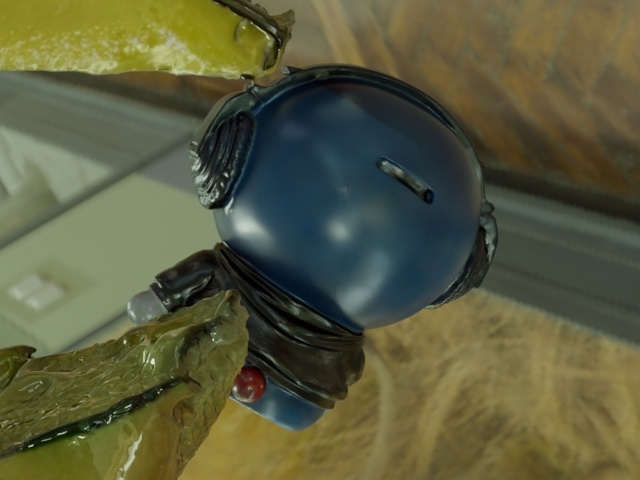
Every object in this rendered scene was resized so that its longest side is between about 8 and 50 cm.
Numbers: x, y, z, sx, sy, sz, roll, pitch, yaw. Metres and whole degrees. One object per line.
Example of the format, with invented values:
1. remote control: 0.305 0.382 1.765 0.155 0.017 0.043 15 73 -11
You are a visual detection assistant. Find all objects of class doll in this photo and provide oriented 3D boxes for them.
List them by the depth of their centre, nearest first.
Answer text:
1. doll: 0.000 0.000 1.302 0.284 0.310 0.240 33 179 -18

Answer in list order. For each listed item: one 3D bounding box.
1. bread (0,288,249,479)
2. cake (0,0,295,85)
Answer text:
1. bread: -0.149 0.134 0.877 0.251 0.174 0.133 -15 111 22
2. cake: -0.099 -0.110 0.492 0.080 0.185 0.116 -112 22 -63
